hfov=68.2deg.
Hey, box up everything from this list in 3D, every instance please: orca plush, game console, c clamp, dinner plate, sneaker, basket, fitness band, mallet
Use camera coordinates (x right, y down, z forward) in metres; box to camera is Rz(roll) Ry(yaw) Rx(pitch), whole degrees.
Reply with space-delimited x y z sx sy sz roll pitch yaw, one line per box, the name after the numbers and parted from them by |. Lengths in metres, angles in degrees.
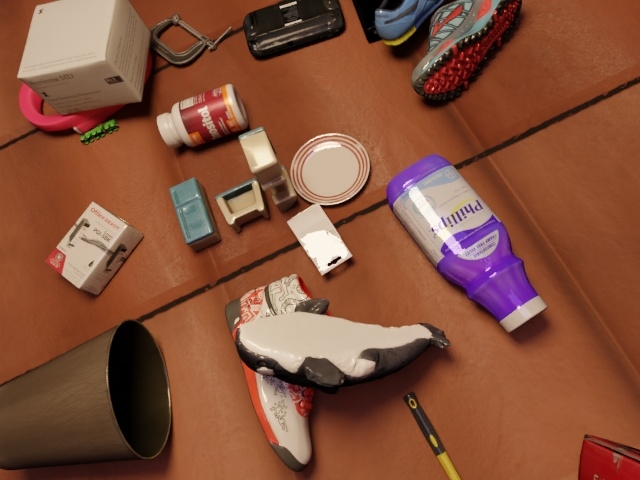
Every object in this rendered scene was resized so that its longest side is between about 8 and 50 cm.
0.026 0.159 0.657 0.287 0.102 0.151 -7 35 -28 | orca plush
0.019 -0.471 0.947 0.361 0.044 0.213 -16 68 4 | game console
-0.287 -0.433 1.005 0.161 0.022 0.137 34 78 18 | c clamp
0.017 -0.125 0.836 0.141 0.017 0.141 -3 69 9 | dinner plate
0.170 -0.446 0.839 0.069 0.082 0.209 32 78 37 | sneaker
-0.367 0.250 0.710 0.227 0.154 0.204 -20 70 8 | basket
-0.493 -0.342 1.000 0.291 0.054 0.209 -37 65 -4 | fitness band
-0.033 0.179 0.697 0.145 0.090 0.270 -27 65 3 | sneaker
0.239 -0.356 0.848 0.262 0.104 0.125 -46 51 -11 | sneaker
0.161 0.304 0.648 0.062 0.039 0.189 -37 63 -1 | mallet

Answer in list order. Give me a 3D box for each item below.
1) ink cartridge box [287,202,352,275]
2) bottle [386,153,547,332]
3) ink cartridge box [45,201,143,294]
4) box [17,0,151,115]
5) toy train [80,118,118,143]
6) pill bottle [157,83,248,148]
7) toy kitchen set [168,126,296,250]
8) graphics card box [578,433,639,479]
0.000 0.000 0.789 0.063 0.029 0.115 -32 69 -2 | ink cartridge box
0.217 0.003 0.710 0.118 0.092 0.283 -32 68 -2 | bottle
-0.403 0.013 0.848 0.099 0.056 0.135 30 79 20 | ink cartridge box
-0.439 -0.355 0.897 0.181 0.119 0.181 -6 67 11 | box
-0.451 -0.222 0.964 0.083 0.017 0.023 -23 58 2 | toy train
-0.219 -0.226 0.882 0.152 0.086 0.086 -19 68 5 | pill bottle
-0.164 -0.099 0.782 0.207 0.166 0.122 -25 68 1 | toy kitchen set
0.491 0.310 0.470 0.371 0.233 0.094 13 78 15 | graphics card box
